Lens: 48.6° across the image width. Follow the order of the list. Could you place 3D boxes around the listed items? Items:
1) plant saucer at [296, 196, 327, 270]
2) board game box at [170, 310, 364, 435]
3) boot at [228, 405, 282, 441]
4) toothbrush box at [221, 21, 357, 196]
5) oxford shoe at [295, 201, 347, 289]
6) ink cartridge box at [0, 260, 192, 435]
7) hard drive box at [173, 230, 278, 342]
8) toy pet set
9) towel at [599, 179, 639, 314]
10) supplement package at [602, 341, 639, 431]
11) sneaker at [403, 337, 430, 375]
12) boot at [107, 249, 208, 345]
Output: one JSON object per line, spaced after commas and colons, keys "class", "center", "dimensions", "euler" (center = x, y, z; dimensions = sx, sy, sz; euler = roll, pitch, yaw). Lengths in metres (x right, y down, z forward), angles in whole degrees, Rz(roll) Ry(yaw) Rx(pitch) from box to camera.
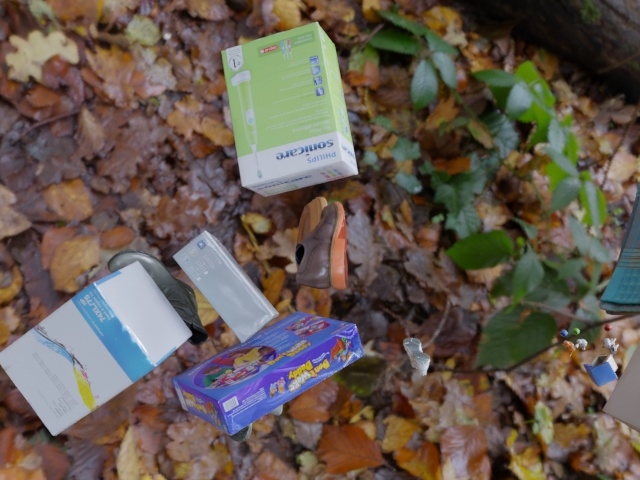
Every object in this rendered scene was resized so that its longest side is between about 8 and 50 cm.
{"class": "plant saucer", "center": [-0.023, -0.001, 1.588], "dimensions": [0.037, 0.200, 0.199], "euler": [7, 64, -12]}
{"class": "board game box", "center": [-0.113, 0.271, 1.530], "dimensions": [0.347, 0.233, 0.078], "euler": [-25, 106, -31]}
{"class": "boot", "center": [-0.160, 0.401, 1.701], "dimensions": [0.208, 0.076, 0.189], "euler": [44, 25, -56]}
{"class": "toothbrush box", "center": [-0.061, -0.251, 1.393], "dimensions": [0.122, 0.206, 0.283], "euler": [24, 55, -70]}
{"class": "oxford shoe", "center": [0.000, 0.000, 1.346], "dimensions": [0.271, 0.099, 0.096], "euler": [-86, 171, -64]}
{"class": "ink cartridge box", "center": [-0.443, 0.210, 1.410], "dimensions": [0.197, 0.270, 0.198], "euler": [54, 14, -3]}
{"class": "hard drive box", "center": [-0.198, 0.100, 1.534], "dimensions": [0.089, 0.181, 0.232], "euler": [-40, 86, -3]}
{"class": "toy pet set", "center": [0.577, 0.249, 1.522], "dimensions": [0.065, 0.122, 0.114], "euler": [-34, 98, -38]}
{"class": "towel", "center": [0.569, -0.019, 1.041], "dimensions": [0.040, 0.370, 0.271], "euler": [25, 79, -9]}
{"class": "supplement package", "center": [0.670, 0.285, 1.184], "dimensions": [0.263, 0.198, 0.199], "euler": [31, 87, -12]}
{"class": "sneaker", "center": [0.274, 0.336, 2.062], "dimensions": [0.054, 0.152, 0.061], "euler": [-4, 115, -9]}
{"class": "boot", "center": [-0.344, 0.125, 1.545], "dimensions": [0.246, 0.083, 0.161], "euler": [38, 11, -37]}
